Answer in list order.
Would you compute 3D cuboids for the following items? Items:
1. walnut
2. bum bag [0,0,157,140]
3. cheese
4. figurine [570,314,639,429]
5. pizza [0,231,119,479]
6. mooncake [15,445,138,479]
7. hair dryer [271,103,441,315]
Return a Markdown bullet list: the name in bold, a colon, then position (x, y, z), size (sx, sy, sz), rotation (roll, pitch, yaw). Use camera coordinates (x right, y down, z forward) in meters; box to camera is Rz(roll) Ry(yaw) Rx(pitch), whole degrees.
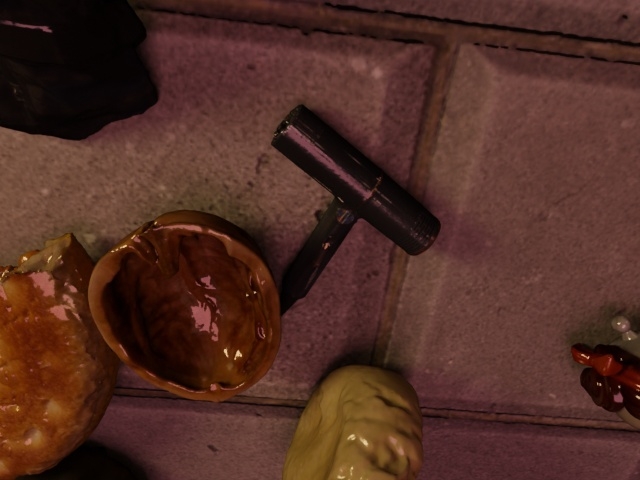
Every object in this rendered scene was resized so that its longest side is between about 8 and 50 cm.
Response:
- **walnut**: position (-0.123, 0.055, 0.465), size (0.167, 0.087, 0.211), rotation (-9, 121, -3)
- **bum bag**: position (-0.188, -0.166, 0.294), size (0.137, 0.074, 0.310), rotation (-11, 157, -14)
- **cheese**: position (0.030, 0.255, 0.512), size (0.117, 0.214, 0.226), rotation (19, 124, -6)
- **figurine**: position (0.381, 0.166, 0.500), size (0.226, 0.183, 0.160), rotation (24, 108, 0)
- **pizza**: position (-0.328, 0.122, 0.502), size (0.226, 0.086, 0.336), rotation (20, 116, -7)
- **mooncake**: position (-0.337, 0.370, 0.622), size (0.228, 0.124, 0.228), rotation (-3, 119, -5)
- **hair dryer**: position (-0.014, -0.005, 0.461), size (0.173, 0.050, 0.195), rotation (39, 115, -17)
